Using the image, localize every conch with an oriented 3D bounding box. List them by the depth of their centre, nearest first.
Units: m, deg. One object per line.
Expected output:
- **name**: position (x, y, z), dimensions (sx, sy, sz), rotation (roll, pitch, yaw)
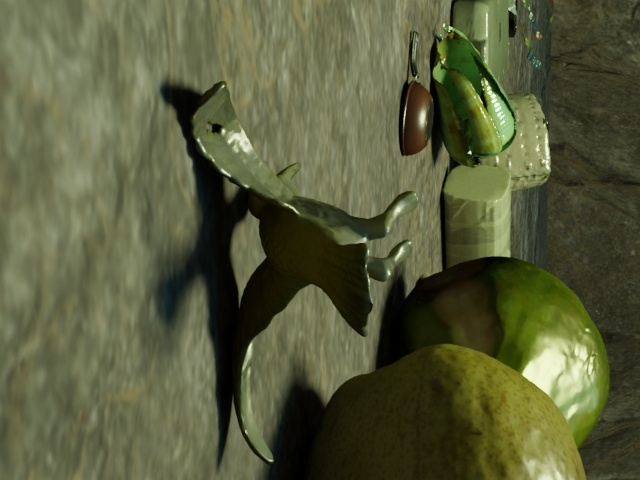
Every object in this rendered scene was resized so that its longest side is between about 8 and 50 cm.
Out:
- **conch**: position (0.152, -0.141, 1.407), dimensions (0.170, 0.079, 0.105), rotation (56, 30, -46)

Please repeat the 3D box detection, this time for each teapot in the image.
- **teapot**: position (0.180, 0.022, 1.556), dimensions (0.107, 0.077, 0.200), rotation (-66, 157, -49)

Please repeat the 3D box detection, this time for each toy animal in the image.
- **toy animal**: position (0.000, 0.000, 0.680), dimensions (0.155, 0.095, 0.219), rotation (-57, 149, -58)

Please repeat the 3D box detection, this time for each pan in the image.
- **pan**: position (0.090, -0.133, 1.218), dimensions (0.068, 0.023, 0.115), rotation (18, 76, -76)

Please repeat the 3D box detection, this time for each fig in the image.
- **fig**: position (0.147, 0.140, 1.169), dimensions (0.275, 0.206, 0.206), rotation (-67, 157, -63)

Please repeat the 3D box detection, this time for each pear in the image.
- **pear**: position (0.083, 0.190, 0.882), dimensions (0.228, 0.188, 0.211), rotation (60, 32, -59)

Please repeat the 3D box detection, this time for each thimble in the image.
- **thimble**: position (0.215, -0.115, 1.594), dimensions (0.102, 0.090, 0.115), rotation (99, -20, -61)

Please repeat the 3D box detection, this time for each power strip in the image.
- **power strip**: position (0.193, -0.240, 1.611), dimensions (0.270, 0.046, 0.118), rotation (-49, 138, -69)

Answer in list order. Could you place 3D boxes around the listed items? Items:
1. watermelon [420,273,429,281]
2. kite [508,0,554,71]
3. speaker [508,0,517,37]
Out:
- **watermelon**: position (0.108, 0.116, 1.336), dimensions (0.069, 0.087, 0.163), rotation (1, 90, -41)
- **kite**: position (0.274, -0.363, 1.800), dimensions (0.310, 0.015, 0.169), rotation (48, 58, -56)
- **speaker**: position (0.245, -0.372, 1.814), dimensions (0.040, 0.046, 0.191), rotation (-61, 152, -61)
